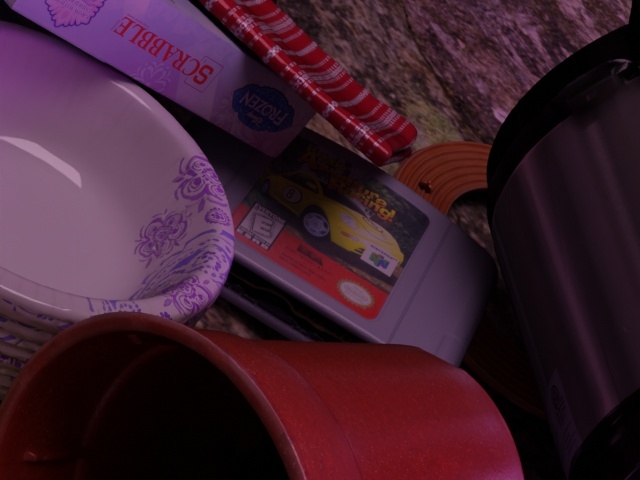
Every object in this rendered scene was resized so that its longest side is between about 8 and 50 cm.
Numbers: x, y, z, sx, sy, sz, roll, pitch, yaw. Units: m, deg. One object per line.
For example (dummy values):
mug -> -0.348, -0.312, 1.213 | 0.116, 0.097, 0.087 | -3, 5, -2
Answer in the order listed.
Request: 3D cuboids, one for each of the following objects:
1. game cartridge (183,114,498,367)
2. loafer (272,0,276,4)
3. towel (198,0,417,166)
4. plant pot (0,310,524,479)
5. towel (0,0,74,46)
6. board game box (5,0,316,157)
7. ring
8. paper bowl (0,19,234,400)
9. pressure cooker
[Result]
game cartridge -> 0.000, 0.000, 1.341 | 0.294, 0.060, 0.196 | 31, 36, 0
loafer -> -0.108, -0.300, 1.581 | 0.223, 0.076, 0.078 | 57, 4, 32
towel -> -0.033, -0.162, 1.311 | 0.275, 0.031, 0.199 | 43, 11, 4
plant pot -> -0.023, 0.172, 1.023 | 0.265, 0.272, 0.272 | -3, 53, -51
towel -> -0.297, -0.164, 1.303 | 0.285, 0.034, 0.209 | -5, 57, -42
board game box -> -0.185, -0.226, 1.283 | 0.319, 0.066, 0.318 | 49, 12, 36
ring -> 0.198, 0.043, 1.514 | 0.336, 0.032, 0.337 | 23, 40, -22
paper bowl -> -0.213, -0.008, 1.109 | 0.284, 0.148, 0.284 | 26, 35, -20
pressure cooker -> 0.326, 0.005, 1.321 | 0.375, 0.370, 0.420 | 14, 47, -35
